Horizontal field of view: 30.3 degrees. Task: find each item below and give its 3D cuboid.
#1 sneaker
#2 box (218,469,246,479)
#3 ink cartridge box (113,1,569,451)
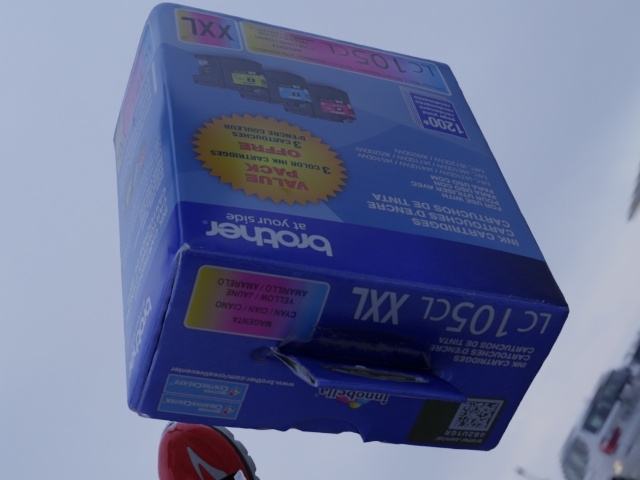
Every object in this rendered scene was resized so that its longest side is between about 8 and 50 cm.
[{"bbox_3d":[-0.112,0.319,1.205,0.118,0.107,0.279,-28,-72,-81],"label":"sneaker"},{"bbox_3d":[-0.072,0.316,0.972,0.103,0.184,0.261,-25,2,0],"label":"box"},{"bbox_3d":[0.000,0.000,0.859,0.395,0.270,0.151,-104,29,-50],"label":"ink cartridge box"}]
